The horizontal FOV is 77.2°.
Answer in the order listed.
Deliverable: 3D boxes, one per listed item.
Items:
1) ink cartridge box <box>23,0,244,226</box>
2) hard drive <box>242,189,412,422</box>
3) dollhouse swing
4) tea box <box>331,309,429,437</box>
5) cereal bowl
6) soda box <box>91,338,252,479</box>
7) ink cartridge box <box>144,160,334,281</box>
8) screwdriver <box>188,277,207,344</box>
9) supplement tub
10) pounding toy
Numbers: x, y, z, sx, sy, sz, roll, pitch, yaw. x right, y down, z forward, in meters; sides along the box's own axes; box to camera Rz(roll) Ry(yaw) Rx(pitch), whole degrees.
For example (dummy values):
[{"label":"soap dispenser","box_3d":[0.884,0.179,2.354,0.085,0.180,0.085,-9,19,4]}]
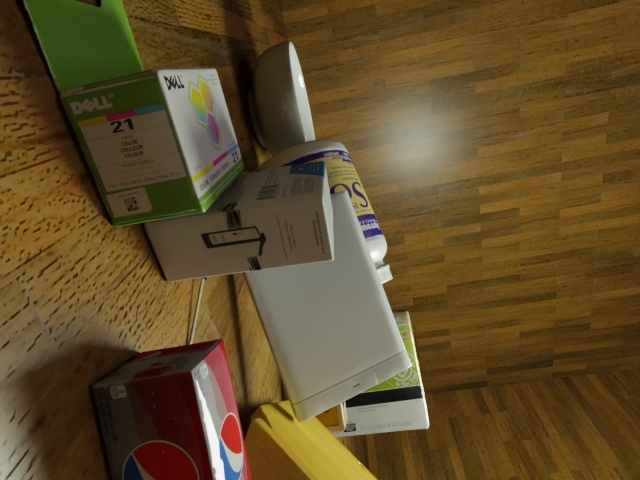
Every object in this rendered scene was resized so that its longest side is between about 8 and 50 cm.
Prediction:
[{"label":"ink cartridge box","box_3d":[-0.176,-0.168,0.417,0.189,0.097,0.255,-85,165,-66]},{"label":"hard drive","box_3d":[0.003,0.107,0.729,0.353,0.233,0.047,70,-18,2]},{"label":"dollhouse swing","box_3d":[-0.059,0.489,0.636,0.315,0.305,0.347,39,-8,19]},{"label":"tea box","box_3d":[0.127,0.392,1.218,0.220,0.328,0.324,48,32,-78]},{"label":"cereal bowl","box_3d":[-0.107,-0.351,1.101,0.339,0.141,0.339,-9,90,-84]},{"label":"soda box","box_3d":[-0.115,0.233,0.364,0.083,0.092,0.263,-44,124,-84]},{"label":"ink cartridge box","box_3d":[-0.089,-0.030,0.509,0.148,0.203,0.086,-86,167,-63]},{"label":"screwdriver","box_3d":[-0.159,0.064,0.544,0.024,0.025,0.170,72,10,-53]},{"label":"supplement tub","box_3d":[0.004,-0.030,0.906,0.241,0.241,0.331,36,31,-81]},{"label":"pounding toy","box_3d":[0.008,0.325,0.924,0.094,0.181,0.206,47,34,-78]}]
